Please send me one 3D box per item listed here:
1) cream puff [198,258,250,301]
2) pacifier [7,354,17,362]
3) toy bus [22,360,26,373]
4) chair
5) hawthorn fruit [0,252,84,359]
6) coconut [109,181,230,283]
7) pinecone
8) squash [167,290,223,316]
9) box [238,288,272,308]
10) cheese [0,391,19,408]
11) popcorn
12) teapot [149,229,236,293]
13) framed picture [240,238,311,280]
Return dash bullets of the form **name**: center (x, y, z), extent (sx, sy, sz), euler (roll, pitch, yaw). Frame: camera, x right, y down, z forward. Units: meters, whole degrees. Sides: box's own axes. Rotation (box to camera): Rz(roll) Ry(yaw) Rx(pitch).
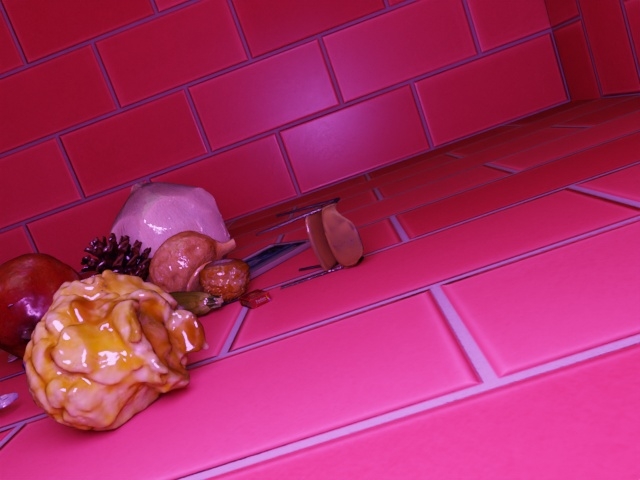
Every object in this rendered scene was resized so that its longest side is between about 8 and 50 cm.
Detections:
- **cream puff**: center (-0.235, 0.100, 1.471), extent (0.126, 0.103, 0.144), euler (-7, 9, -4)
- **pacifier**: center (-0.887, 0.313, 1.712), extent (0.068, 0.064, 0.083), euler (-46, 22, -28)
- **toy bus**: center (-0.417, 0.208, 1.173), extent (0.112, 0.138, 0.317), euler (-9, 13, 27)
- **chair**: center (0.000, 0.000, 1.394), extent (0.246, 0.159, 0.172), euler (-17, 13, 22)
- **hawthorn fruit**: center (-0.740, 0.179, 1.563), extent (0.311, 0.295, 0.295), euler (18, 31, 32)
- **coconut**: center (-0.472, -0.024, 1.859), extent (0.346, 0.361, 0.346), euler (-20, 12, 4)
- **pinecone**: center (-0.559, 0.074, 1.618), extent (0.207, 0.208, 0.208), euler (-19, 10, 4)
- **squash**: center (-0.326, 0.156, 1.448), extent (0.066, 0.066, 0.252), euler (-28, 13, -38)
- **box**: center (-0.151, 0.133, 1.356), extent (0.051, 0.023, 0.082), euler (-23, 11, -24)
- **cheese**: center (-0.730, 0.353, 1.171), extent (0.248, 0.071, 0.163), euler (-13, 12, 32)
- **popcorn**: center (-0.325, 0.172, 0.945), extent (0.270, 0.224, 0.257), euler (-16, 23, -28)
- **teapot**: center (-0.356, 0.095, 1.618), extent (0.167, 0.203, 0.311), euler (34, 67, 26)
- **framed picture**: center (-0.187, 0.065, 1.789), extent (0.232, 0.024, 0.315), euler (-8, 17, 45)
